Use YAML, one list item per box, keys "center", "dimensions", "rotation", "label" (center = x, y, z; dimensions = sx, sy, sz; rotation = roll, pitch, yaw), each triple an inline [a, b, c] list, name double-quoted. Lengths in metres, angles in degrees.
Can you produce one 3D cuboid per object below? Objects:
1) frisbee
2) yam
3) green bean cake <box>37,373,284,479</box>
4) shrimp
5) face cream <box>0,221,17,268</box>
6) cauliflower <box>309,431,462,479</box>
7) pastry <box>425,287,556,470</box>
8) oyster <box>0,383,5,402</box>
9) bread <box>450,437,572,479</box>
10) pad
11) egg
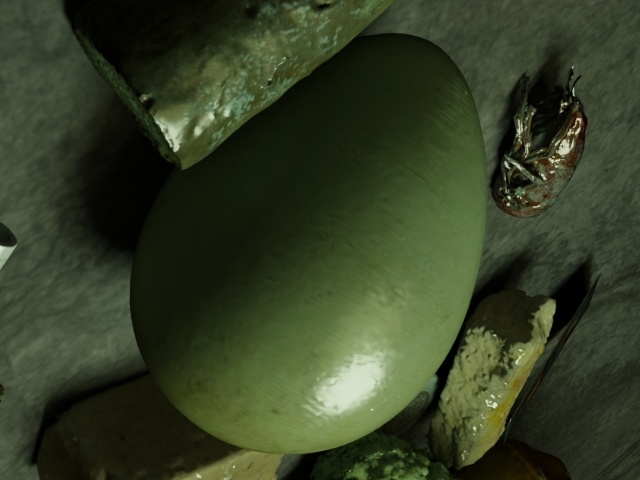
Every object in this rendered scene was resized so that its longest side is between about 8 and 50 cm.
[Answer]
- center: [0.092, 0.188, 1.365]
  dimensions: [0.110, 0.014, 0.110]
  rotation: [-32, 149, -22]
  label: "frisbee"
- center: [-0.036, -0.137, 0.696]
  dimensions: [0.194, 0.107, 0.107]
  rotation: [-38, 150, -11]
  label: "yam"
- center: [-0.122, 0.168, 0.975]
  dimensions: [0.179, 0.109, 0.085]
  rotation: [-15, 140, -41]
  label: "green bean cake"
- center: [0.200, -0.087, 1.096]
  dimensions: [0.190, 0.073, 0.075]
  rotation: [104, -2, -57]
  label: "shrimp"
- center: [-0.235, 0.043, 0.751]
  dimensions: [0.130, 0.034, 0.034]
  rotation: [-52, 150, 15]
  label: "face cream"
- center: [0.092, 0.347, 1.346]
  dimensions: [0.272, 0.250, 0.275]
  rotation: [18, 106, -10]
  label: "cauliflower"
- center: [0.186, 0.152, 1.351]
  dimensions: [0.121, 0.089, 0.258]
  rotation: [-55, 163, -41]
  label: "pastry"
- center: [-0.308, 0.147, 0.719]
  dimensions: [0.259, 0.092, 0.198]
  rotation: [-15, 148, -26]
  label: "oyster"
- center: [0.259, 0.432, 1.557]
  dimensions: [0.204, 0.337, 0.358]
  rotation: [-27, 168, -12]
  label: "bread"
- center: [0.277, 0.144, 1.466]
  dimensions: [0.211, 0.003, 0.143]
  rotation: [-56, 164, -12]
  label: "pad"
- center: [0.000, 0.000, 0.808]
  dimensions: [0.218, 0.218, 0.296]
  rotation: [18, 102, -58]
  label: "egg"
